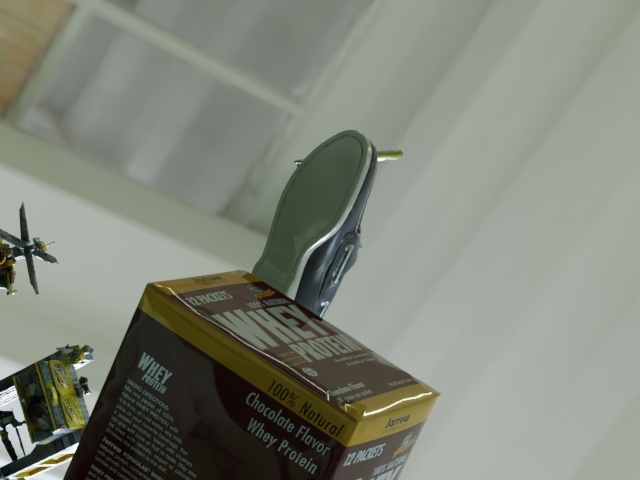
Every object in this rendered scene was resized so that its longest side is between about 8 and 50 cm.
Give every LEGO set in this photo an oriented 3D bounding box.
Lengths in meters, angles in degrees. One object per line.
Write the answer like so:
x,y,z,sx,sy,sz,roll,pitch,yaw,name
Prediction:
-0.338,0.106,1.809,0.192,0.255,0.331,-27,-115,25,LEGO set

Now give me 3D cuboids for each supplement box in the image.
-0.054,0.152,1.328,0.191,0.129,0.194,32,-72,24,supplement box

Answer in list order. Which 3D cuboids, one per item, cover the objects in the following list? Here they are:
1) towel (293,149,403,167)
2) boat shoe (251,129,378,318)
0.026,-0.072,1.636,0.060,0.083,0.009,1,-82,53,towel
0.000,0.000,1.575,0.075,0.065,0.206,42,-68,42,boat shoe
